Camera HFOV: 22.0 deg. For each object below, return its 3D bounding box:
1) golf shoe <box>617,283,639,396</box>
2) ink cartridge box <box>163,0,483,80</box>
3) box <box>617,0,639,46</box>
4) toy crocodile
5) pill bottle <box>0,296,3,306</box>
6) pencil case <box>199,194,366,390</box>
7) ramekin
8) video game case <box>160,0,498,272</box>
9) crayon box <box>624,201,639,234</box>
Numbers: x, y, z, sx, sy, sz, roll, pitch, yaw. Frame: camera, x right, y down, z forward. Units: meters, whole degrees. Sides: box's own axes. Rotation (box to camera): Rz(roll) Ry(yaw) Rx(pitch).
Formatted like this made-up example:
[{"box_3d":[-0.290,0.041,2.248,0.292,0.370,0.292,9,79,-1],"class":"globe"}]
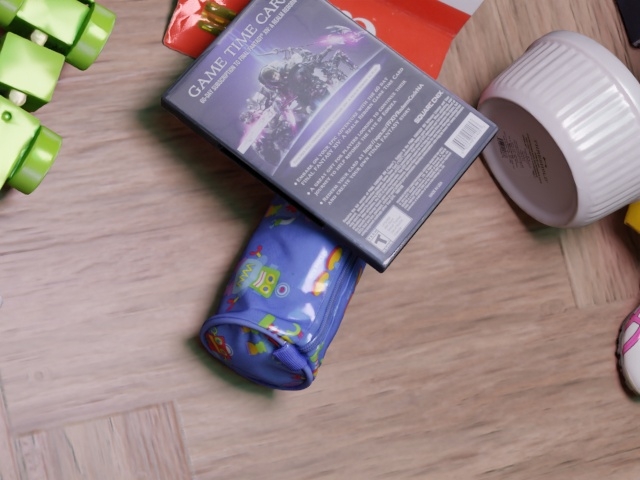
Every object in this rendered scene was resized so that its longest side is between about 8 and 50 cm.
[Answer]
[{"box_3d":[0.388,0.086,1.847,0.067,0.086,0.186,27,68,-21],"class":"golf shoe"},{"box_3d":[0.049,-0.323,1.700,0.308,0.091,0.385,21,91,-20],"class":"ink cartridge box"},{"box_3d":[0.525,-0.376,1.909,0.296,0.294,0.182,-14,80,-29],"class":"box"},{"box_3d":[-0.289,-0.150,1.566,0.115,0.105,0.340,28,71,-18],"class":"toy crocodile"},{"box_3d":[-0.335,0.096,1.491,0.067,0.067,0.120,31,66,-17],"class":"pill bottle"},{"box_3d":[0.000,0.000,1.648,0.119,0.133,0.306,44,62,-32],"class":"pencil case"},{"box_3d":[0.260,-0.109,1.768,0.109,0.207,0.207,-34,94,-20],"class":"ramekin"},{"box_3d":[0.010,-0.122,1.620,0.274,0.026,0.196,37,68,8],"class":"video game case"},{"box_3d":[0.538,-0.149,1.838,0.363,0.313,0.106,-12,40,-35],"class":"crayon box"}]
